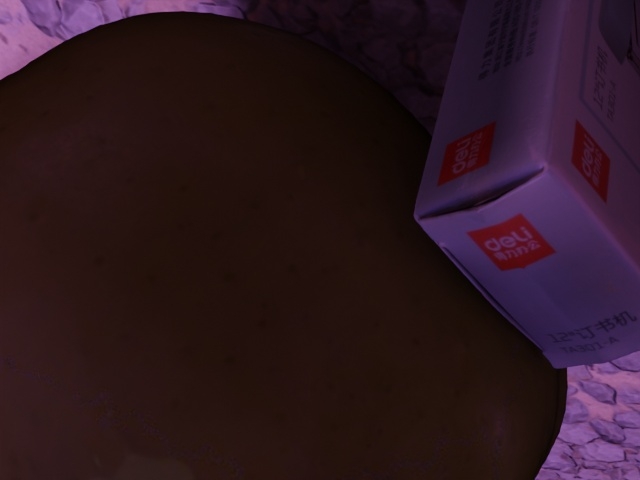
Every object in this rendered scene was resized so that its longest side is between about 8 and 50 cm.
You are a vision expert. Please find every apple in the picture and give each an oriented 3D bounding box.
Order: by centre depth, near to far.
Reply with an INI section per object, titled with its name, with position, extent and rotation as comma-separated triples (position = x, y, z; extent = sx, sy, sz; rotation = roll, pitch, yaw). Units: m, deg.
[apple]
position = -0.069, 0.086, 0.618
extent = 0.474, 0.473, 0.473
rotation = 12, 142, 9

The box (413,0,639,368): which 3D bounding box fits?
[box]
position = 0.141, -0.073, 0.498
extent = 0.079, 0.269, 0.135
rotation = -23, 125, 40
